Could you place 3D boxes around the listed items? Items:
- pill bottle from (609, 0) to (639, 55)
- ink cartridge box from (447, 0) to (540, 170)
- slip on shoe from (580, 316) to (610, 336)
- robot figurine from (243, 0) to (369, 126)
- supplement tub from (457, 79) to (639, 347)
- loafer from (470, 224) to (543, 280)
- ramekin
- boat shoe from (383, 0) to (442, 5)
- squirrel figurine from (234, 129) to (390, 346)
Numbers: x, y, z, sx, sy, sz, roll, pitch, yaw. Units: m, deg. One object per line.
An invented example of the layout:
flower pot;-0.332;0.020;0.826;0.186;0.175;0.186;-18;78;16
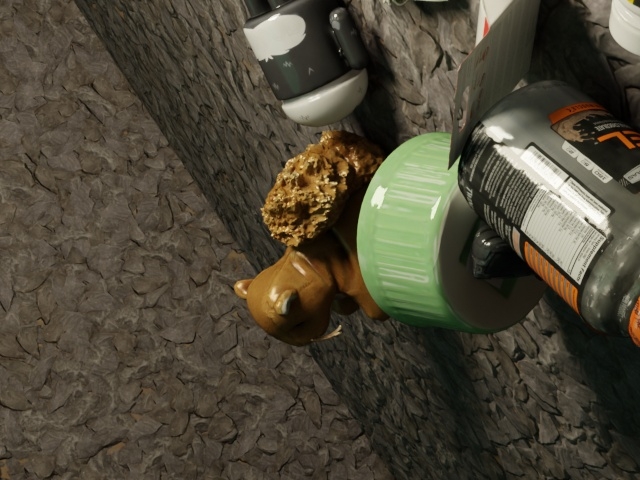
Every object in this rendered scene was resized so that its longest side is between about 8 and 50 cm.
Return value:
pill bottle;0.344;-0.282;0.854;0.119;0.119;0.208;45;158;31
ink cartridge box;0.201;-0.224;1.125;0.056;0.224;0.181;29;150;23
slip on shoe;0.443;0.090;1.222;0.123;0.101;0.331;56;162;-4
robot figurine;-0.025;-0.337;1.576;0.209;0.174;0.278;-107;-10;-72
supplement tub;0.336;-0.029;1.076;0.338;0.207;0.207;51;161;39
loafer;0.311;0.015;1.249;0.076;0.223;0.078;-116;27;-52
ramekin;0.217;-0.006;1.334;0.148;0.303;0.303;13;133;53
boat shoe;0.104;-0.380;1.323;0.226;0.083;0.076;26;143;54
squirrel figurine;0.000;0.000;1.729;0.281;0.370;0.397;27;145;55
